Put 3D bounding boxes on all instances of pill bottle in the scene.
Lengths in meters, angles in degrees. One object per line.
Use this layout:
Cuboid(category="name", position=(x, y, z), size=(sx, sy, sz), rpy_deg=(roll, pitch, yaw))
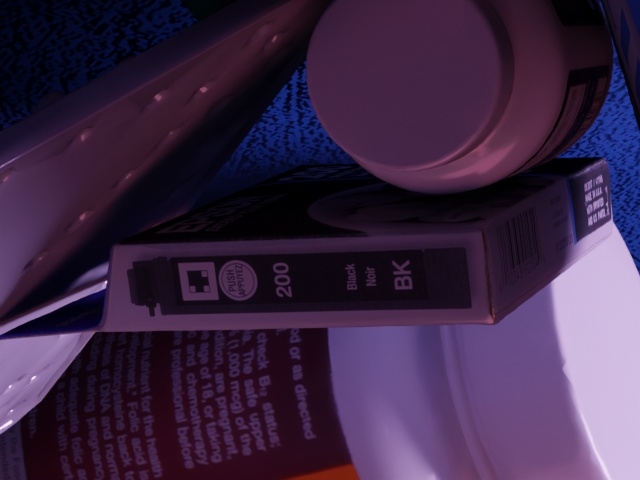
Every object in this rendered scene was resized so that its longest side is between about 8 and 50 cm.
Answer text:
Cuboid(category="pill bottle", position=(-0.011, 0.110, 1.149), size=(0.392, 0.224, 0.224), rpy_deg=(-16, 161, 24))
Cuboid(category="pill bottle", position=(0.052, -0.067, 0.754), size=(0.094, 0.094, 0.169), rpy_deg=(-14, -178, 18))

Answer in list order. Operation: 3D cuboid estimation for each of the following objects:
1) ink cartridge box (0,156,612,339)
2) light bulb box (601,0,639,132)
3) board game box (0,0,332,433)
Cuboid(category="ink cartridge box", position=(0.000, 0.000, 0.839), size=(0.208, 0.045, 0.206), rpy_deg=(-3, -171, 21))
Cuboid(category="light bulb box", position=(0.280, -0.073, 0.648), size=(0.357, 0.225, 0.361), rpy_deg=(-19, 162, 10))
Cuboid(category="board game box", position=(-0.193, 0.055, 0.759), size=(0.390, 0.050, 0.390), rpy_deg=(-36, 171, -42))
